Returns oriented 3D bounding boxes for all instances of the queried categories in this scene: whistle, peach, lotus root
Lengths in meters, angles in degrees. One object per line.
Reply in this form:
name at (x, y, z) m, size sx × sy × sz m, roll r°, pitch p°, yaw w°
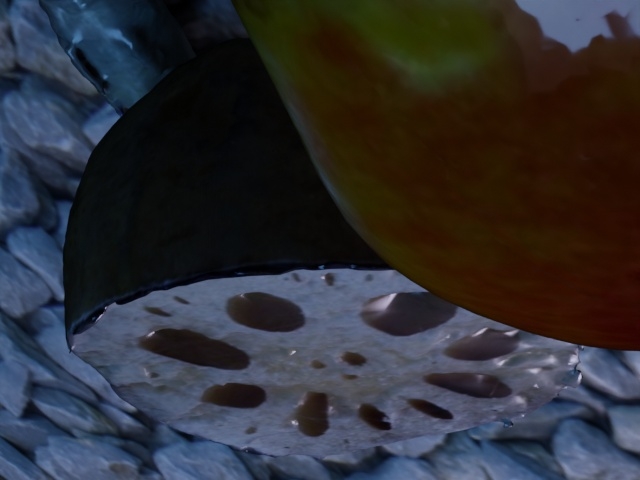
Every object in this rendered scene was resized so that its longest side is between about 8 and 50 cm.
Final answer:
whistle at (-0.163, -0.182, 0.945) m, size 0.142 × 0.133 × 0.346 m, roll -27°, pitch 130°, yaw 9°
peach at (0.130, -0.158, 0.567) m, size 0.388 × 0.388 × 0.388 m, roll 20°, pitch 142°, yaw 17°
lotus root at (0.000, 0.000, 0.969) m, size 0.272 × 0.192 × 0.272 m, roll -3°, pitch 146°, yaw -2°
